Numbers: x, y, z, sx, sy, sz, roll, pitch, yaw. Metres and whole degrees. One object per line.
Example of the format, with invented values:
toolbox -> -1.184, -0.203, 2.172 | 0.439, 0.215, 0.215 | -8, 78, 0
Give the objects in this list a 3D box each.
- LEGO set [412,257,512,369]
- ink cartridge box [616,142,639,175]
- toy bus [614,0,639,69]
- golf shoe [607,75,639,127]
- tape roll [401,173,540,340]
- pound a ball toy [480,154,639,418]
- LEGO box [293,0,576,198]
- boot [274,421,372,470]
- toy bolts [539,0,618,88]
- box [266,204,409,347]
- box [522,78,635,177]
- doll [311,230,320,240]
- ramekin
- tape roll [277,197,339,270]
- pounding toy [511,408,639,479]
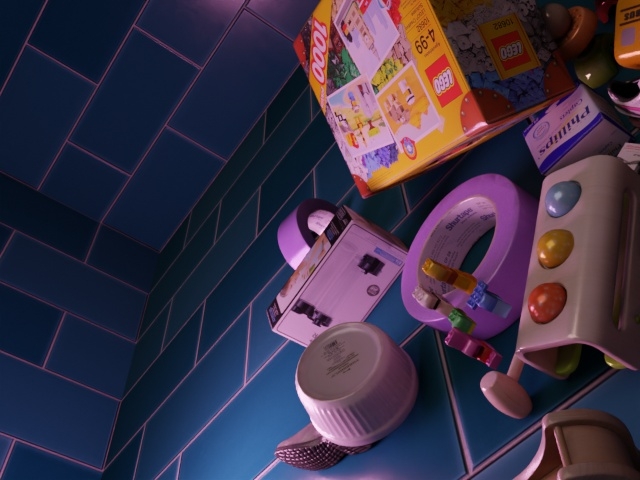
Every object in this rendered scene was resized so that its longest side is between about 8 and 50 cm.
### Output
LEGO set -> 0.182, 0.079, 0.981 | 0.087, 0.093, 0.227 | -63, 16, 9
ink cartridge box -> 0.448, -0.111, 1.001 | 0.083, 0.028, 0.048 | -59, 22, 1
toy bus -> 0.543, -0.312, 0.893 | 0.333, 0.108, 0.130 | -175, 88, -65
golf shoe -> 0.482, -0.203, 0.968 | 0.186, 0.086, 0.067 | 0, 61, 64
tape roll -> 0.256, 0.028, 1.168 | 0.275, 0.090, 0.274 | -46, 26, 30
pound a ball toy -> 0.312, 0.061, 0.939 | 0.208, 0.136, 0.319 | -26, 39, 55
LEGO box -> 0.170, -0.327, 1.285 | 0.193, 0.372, 0.500 | -24, -2, -20
boot -> 0.023, 0.334, 1.328 | 0.247, 0.083, 0.161 | -31, 30, 38
toy bolts -> 0.468, -0.407, 1.154 | 0.218, 0.159, 0.228 | -29, 37, 53
box -> 0.037, 0.092, 1.465 | 0.290, 0.169, 0.087 | -53, 25, 13
box -> 0.403, -0.166, 1.110 | 0.126, 0.072, 0.137 | -48, 25, 30
doll -> -0.005, -0.010, 1.847 | 0.189, 0.046, 0.129 | -44, 17, 22
ramekin -> 0.055, 0.237, 1.209 | 0.207, 0.109, 0.207 | -21, 38, 18
tape roll -> 0.000, 0.000, 1.629 | 0.080, 0.189, 0.189 | -41, 28, 38
pounding toy -> 0.274, 0.283, 0.714 | 0.269, 0.154, 0.154 | -47, 25, 32
